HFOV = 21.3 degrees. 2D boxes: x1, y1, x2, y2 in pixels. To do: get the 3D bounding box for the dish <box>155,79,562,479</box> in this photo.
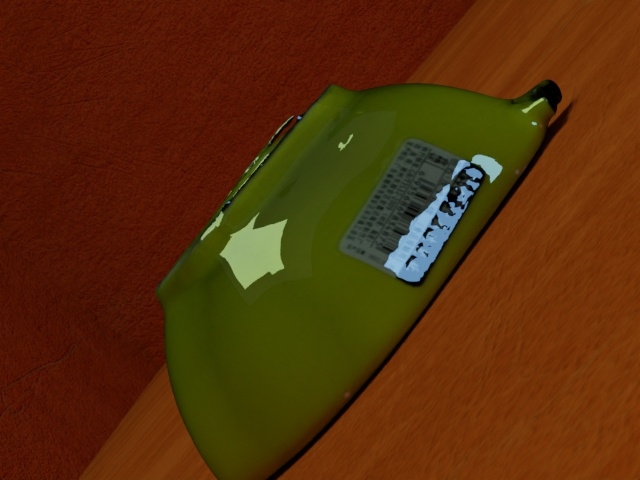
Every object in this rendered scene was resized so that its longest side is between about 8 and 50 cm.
[{"bbox_3d":[0.000,0.000,0.898,0.262,0.108,0.221,-51,4,-16],"label":"dish"}]
